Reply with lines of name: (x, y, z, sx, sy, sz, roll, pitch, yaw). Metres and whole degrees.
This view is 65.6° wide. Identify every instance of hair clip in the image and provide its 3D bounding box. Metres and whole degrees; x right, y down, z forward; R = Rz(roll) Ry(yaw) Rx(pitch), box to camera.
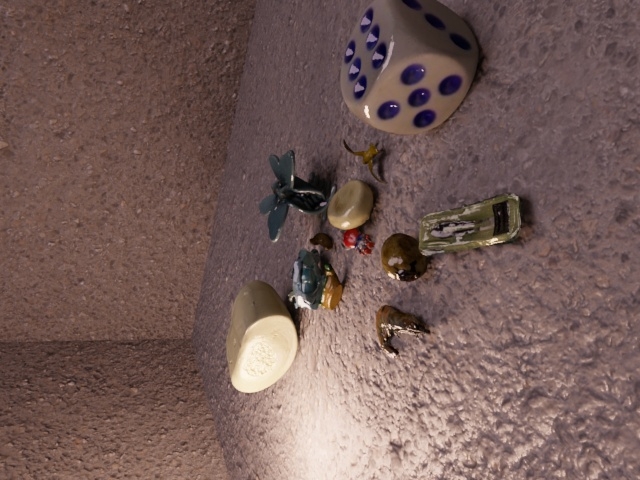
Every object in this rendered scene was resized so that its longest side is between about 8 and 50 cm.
hair clip: (-0.108, -0.208, 2.199, 0.318, 0.238, 0.393, 38, 120, 60)
hair clip: (0.407, -0.033, 1.330, 0.321, 0.091, 0.139, -12, 67, 50)

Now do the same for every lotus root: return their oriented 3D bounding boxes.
lotus root: (0.255, 0.045, 1.563, 0.214, 0.138, 0.139, -106, 32, -51)

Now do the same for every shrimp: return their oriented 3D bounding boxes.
shrimp: (0.257, 0.309, 1.612, 0.296, 0.058, 0.169, -170, 78, -67)

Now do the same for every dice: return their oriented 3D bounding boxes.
dice: (0.254, -0.513, 1.461, 0.304, 0.304, 0.277, -51, 44, 49)

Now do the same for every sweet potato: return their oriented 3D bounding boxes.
sweet potato: (-0.001, -0.002, 2.159, 0.249, 0.059, 0.069, -162, 66, -67)

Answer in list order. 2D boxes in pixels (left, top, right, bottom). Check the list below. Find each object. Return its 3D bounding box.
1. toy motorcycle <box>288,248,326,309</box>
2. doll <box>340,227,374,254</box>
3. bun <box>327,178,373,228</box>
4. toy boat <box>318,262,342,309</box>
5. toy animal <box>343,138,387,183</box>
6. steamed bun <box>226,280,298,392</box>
toy motorcycle: (-0.056, 0.162, 2.110, 0.154, 0.206, 0.261, 1, 85, 26)
doll: (0.133, -0.006, 1.894, 0.194, 0.062, 0.104, 33, 127, 52)
bun: (0.125, -0.124, 1.868, 0.222, 0.127, 0.222, -41, 26, 25)
toy boat: (0.037, 0.196, 1.999, 0.088, 0.088, 0.230, 38, 135, 32)
toy animal: (0.189, -0.307, 1.814, 0.095, 0.155, 0.219, -43, 88, 21)
steamed bun: (-0.281, 0.460, 2.389, 0.371, 0.289, 0.456, -124, 48, -58)
